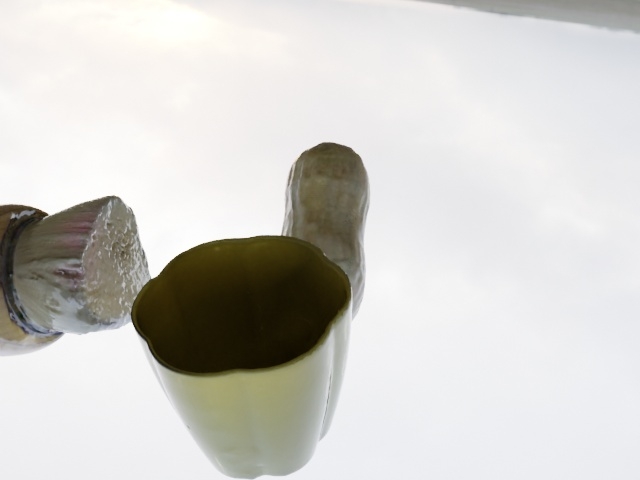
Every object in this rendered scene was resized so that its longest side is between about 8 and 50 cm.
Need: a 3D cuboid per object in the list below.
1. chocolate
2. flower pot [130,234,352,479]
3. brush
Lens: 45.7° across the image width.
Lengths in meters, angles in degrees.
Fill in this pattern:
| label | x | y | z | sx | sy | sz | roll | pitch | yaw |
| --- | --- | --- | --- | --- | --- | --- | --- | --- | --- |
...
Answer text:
| label | x | y | z | sx | sy | sz | roll | pitch | yaw |
| --- | --- | --- | --- | --- | --- | --- | --- | --- | --- |
| chocolate | 0.000 | 0.000 | 1.042 | 0.134 | 0.134 | 0.310 | 5 | -119 | -4 |
| flower pot | -0.064 | 0.119 | 0.715 | 0.195 | 0.179 | 0.195 | -3 | -145 | 2 |
| brush | -0.317 | 0.043 | 0.824 | 0.166 | 0.175 | 0.266 | -7 | -175 | 18 |
